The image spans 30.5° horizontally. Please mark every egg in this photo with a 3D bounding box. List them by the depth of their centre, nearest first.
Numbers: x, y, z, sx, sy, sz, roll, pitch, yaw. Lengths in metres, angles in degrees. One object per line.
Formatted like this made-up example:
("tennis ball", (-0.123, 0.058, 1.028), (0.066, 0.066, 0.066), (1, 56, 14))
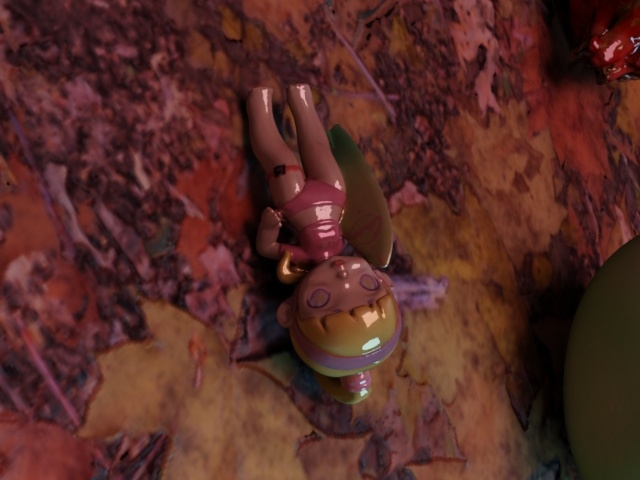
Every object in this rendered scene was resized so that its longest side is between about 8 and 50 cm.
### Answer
("egg", (0.286, 0.117, 0.841), (0.220, 0.220, 0.269), (-4, 84, -49))

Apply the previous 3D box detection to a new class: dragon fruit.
("dragon fruit", (0.241, -0.179, 0.971), (0.111, 0.153, 0.153), (-36, 110, -12))

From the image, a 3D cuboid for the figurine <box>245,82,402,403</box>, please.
("figurine", (0.000, 0.000, 0.677), (0.083, 0.083, 0.187), (-3, 70, -49))
